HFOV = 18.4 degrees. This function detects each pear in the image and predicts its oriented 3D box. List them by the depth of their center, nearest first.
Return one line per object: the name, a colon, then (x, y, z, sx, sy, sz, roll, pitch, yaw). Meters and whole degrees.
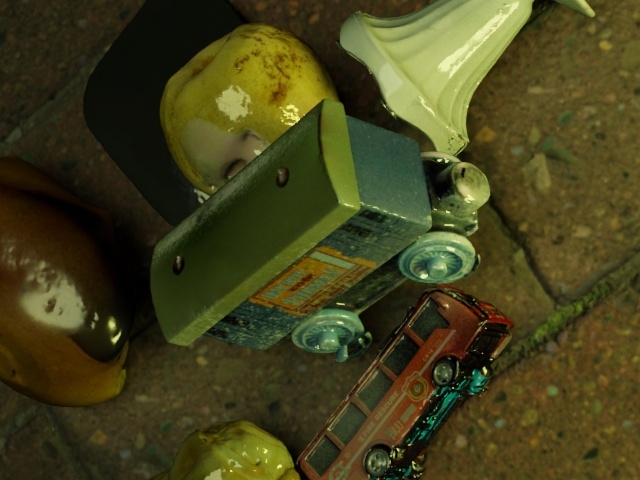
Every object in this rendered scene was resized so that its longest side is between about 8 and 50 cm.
pear: (-0.057, -0.108, 1.818, 0.178, 0.178, 0.178, -2, 84, 24)

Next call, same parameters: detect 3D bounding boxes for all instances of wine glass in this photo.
wine glass: (0.135, -0.187, 1.783, 0.196, 0.165, 0.165, -38, 72, 10)

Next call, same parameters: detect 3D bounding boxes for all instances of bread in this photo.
bread: (-0.125, 0.286, 1.861, 0.267, 0.130, 0.152, -47, 62, 16)

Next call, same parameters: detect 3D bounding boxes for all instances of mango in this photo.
mango: (-0.291, 0.032, 1.952, 0.287, 0.152, 0.201, 38, 92, 20)

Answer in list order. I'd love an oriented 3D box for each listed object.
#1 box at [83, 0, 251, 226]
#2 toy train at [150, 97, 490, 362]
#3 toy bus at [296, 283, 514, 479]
box: (-0.130, -0.138, 1.954, 0.212, 0.042, 0.201, 45, 104, 21)
toy train: (0.000, 0.000, 1.756, 0.300, 0.202, 0.131, -39, 46, 41)
toy bus: (0.079, 0.146, 1.820, 0.096, 0.073, 0.235, 41, 103, 29)
